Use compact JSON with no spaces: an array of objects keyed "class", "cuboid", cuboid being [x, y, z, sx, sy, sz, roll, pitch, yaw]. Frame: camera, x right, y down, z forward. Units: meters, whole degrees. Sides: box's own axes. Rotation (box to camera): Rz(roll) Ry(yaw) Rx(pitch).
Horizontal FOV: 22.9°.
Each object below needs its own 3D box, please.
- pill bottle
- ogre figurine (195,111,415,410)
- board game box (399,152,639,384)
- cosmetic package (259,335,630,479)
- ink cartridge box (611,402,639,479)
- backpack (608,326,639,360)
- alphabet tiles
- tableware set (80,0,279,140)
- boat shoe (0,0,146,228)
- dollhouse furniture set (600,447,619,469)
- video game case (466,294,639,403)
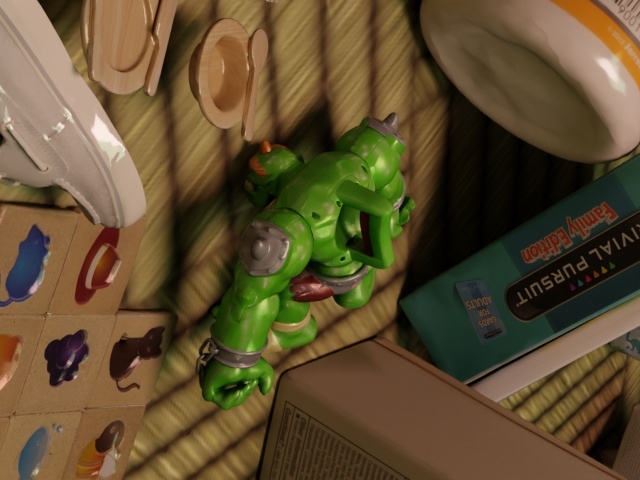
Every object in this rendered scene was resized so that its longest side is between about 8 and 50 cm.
[{"class":"pill bottle","cuboid":[0.201,-0.197,0.985,0.278,0.162,0.162,-52,147,-15]},{"class":"ogre figurine","cuboid":[0.000,0.000,0.922,0.197,0.097,0.118,-25,146,-28]},{"class":"board game box","cuboid":[0.248,-0.031,1.074,0.254,0.079,0.336,-27,175,-42]},{"class":"cosmetic package","cuboid":[0.105,0.205,1.022,0.113,0.309,0.160,-18,128,-47]},{"class":"ink cartridge box","cuboid":[0.370,0.351,1.480,0.272,0.130,0.309,33,71,-31]},{"class":"backpack","cuboid":[0.317,0.060,1.417,0.114,0.084,0.105,-27,132,-38]},{"class":"alphabet tiles","cuboid":[-0.203,0.113,0.783,0.342,0.011,0.285,4,107,-58]},{"class":"tableware set","cuboid":[-0.060,-0.127,0.764,0.169,0.020,0.141,23,75,-62]},{"class":"boat shoe","cuboid":[-0.137,-0.058,0.718,0.063,0.066,0.184,-38,146,-10]},{"class":"dollhouse furniture set","cuboid":[0.300,0.292,1.616,0.303,0.174,0.355,-14,97,-34]},{"class":"video game case","cuboid":[0.193,0.070,1.178,0.190,0.022,0.173,-32,175,29]}]
